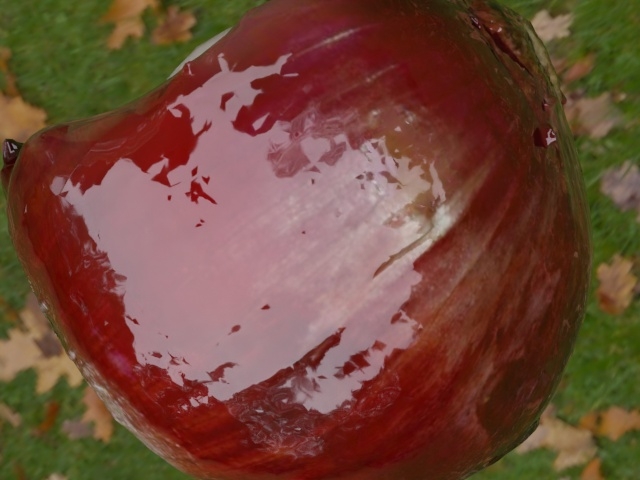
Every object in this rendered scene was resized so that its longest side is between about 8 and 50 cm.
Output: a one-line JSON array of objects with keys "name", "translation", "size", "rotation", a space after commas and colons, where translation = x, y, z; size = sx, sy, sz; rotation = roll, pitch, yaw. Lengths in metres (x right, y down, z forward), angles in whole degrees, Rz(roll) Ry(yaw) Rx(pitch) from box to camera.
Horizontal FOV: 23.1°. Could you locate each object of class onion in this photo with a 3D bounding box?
[{"name": "onion", "translation": [0.006, -0.005, 0.870], "size": [0.341, 0.341, 0.341], "rotation": [8, 112, 21]}]
